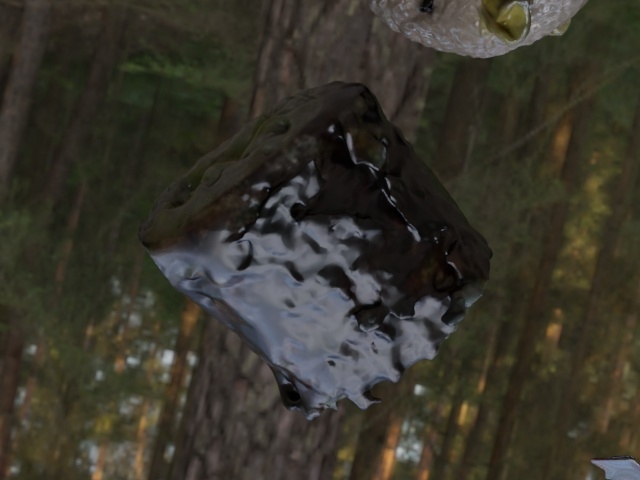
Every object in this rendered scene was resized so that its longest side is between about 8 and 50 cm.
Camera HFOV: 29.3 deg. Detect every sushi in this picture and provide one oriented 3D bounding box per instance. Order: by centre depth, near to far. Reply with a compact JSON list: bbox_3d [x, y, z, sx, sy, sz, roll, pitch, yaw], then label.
[{"bbox_3d":[0.002,0.001,1.315,0.294,0.299,0.281,50,-161,-12],"label":"sushi"}]

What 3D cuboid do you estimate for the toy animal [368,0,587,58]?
[{"bbox_3d":[0.223,-0.344,1.353,0.226,0.358,0.188,49,-153,19],"label":"toy animal"}]

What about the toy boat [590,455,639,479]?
[{"bbox_3d":[0.355,0.308,1.196,0.318,0.072,0.219,31,152,-14],"label":"toy boat"}]
